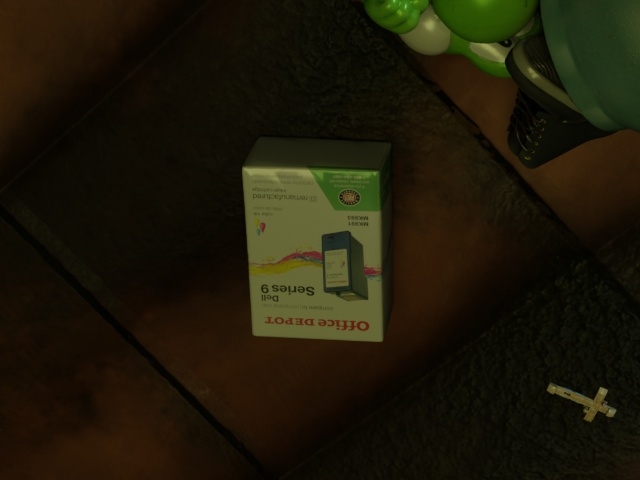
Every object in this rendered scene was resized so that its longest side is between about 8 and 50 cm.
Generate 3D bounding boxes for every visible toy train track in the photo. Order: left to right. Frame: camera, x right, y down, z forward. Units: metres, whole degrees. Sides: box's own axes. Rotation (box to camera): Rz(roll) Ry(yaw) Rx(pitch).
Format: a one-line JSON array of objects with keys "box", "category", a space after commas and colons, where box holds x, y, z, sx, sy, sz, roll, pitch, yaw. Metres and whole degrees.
[{"box": [0.303, 0.187, 1.773, 0.083, 0.014, 0.048, 22, 117, 1], "category": "toy train track"}]

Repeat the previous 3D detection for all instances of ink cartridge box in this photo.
[{"box": [0.000, 0.000, 1.705, 0.154, 0.093, 0.212, 3, 117, 9], "category": "ink cartridge box"}]

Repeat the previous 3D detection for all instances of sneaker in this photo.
[{"box": [0.223, -0.129, 1.546, 0.118, 0.222, 0.083, -31, 62, 26], "category": "sneaker"}]

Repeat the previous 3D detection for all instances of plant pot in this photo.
[{"box": [0.332, -0.213, 1.445, 0.196, 0.293, 0.293, -20, 110, 33], "category": "plant pot"}]

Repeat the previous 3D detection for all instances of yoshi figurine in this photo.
[{"box": [0.075, -0.293, 1.501, 0.362, 0.203, 0.203, 29, 110, -6], "category": "yoshi figurine"}]
